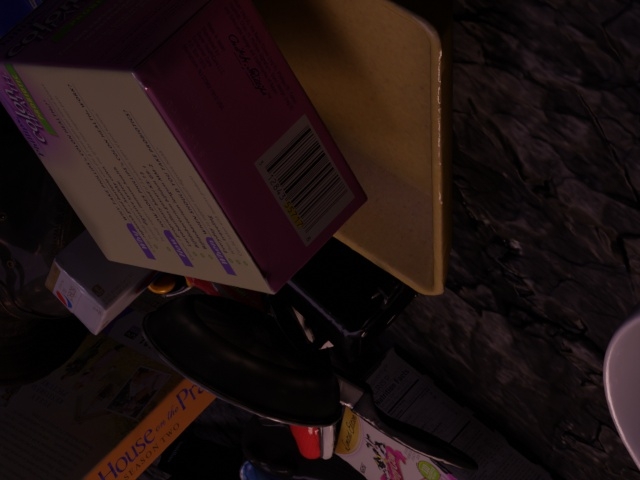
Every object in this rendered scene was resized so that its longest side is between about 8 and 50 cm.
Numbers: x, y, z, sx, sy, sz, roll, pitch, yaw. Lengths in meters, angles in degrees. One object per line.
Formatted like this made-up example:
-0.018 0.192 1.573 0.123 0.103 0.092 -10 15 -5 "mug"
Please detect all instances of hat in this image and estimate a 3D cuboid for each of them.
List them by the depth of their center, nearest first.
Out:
-0.272 -0.024 1.841 0.134 0.331 0.331 -6 128 33 "hat"

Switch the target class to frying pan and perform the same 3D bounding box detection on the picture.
-0.008 0.132 1.657 0.326 0.053 0.197 27 -166 6 "frying pan"

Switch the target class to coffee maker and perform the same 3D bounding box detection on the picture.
0.000 0.000 1.622 0.178 0.120 0.171 41 147 9 "coffee maker"

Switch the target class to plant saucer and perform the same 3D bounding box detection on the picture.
-0.015 -0.149 1.447 0.333 0.081 0.333 33 154 24 "plant saucer"

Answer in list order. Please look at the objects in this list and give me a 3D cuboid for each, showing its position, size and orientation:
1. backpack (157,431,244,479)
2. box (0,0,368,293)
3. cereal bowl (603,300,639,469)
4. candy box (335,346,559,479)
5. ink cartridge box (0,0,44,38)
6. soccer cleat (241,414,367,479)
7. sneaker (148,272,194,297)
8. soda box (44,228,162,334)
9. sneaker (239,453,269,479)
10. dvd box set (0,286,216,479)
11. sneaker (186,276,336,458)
-0.139 0.373 2.259 0.213 0.276 0.263 44 149 -10 "backpack"
-0.119 -0.087 1.469 0.243 0.117 0.213 8 137 51 "box"
0.358 0.120 1.208 0.339 0.141 0.339 36 154 21 "cereal bowl"
0.128 0.226 1.818 0.233 0.071 0.159 39 155 15 "candy box"
-0.288 -0.204 1.725 0.223 0.045 0.224 53 168 31 "ink cartridge box"
0.047 0.263 2.015 0.289 0.093 0.121 28 -179 25 "soccer cleat"
-0.161 0.007 1.901 0.088 0.093 0.225 52 156 -16 "sneaker"
-0.147 -0.017 1.693 0.069 0.216 0.074 43 156 4 "soda box"
-0.022 0.273 2.131 0.162 0.063 0.073 34 150 -32 "sneaker"
-0.292 0.176 1.976 0.307 0.420 0.062 21 146 41 "dvd box set"
-0.059 0.102 1.832 0.107 0.118 0.279 -98 -12 -60 "sneaker"
